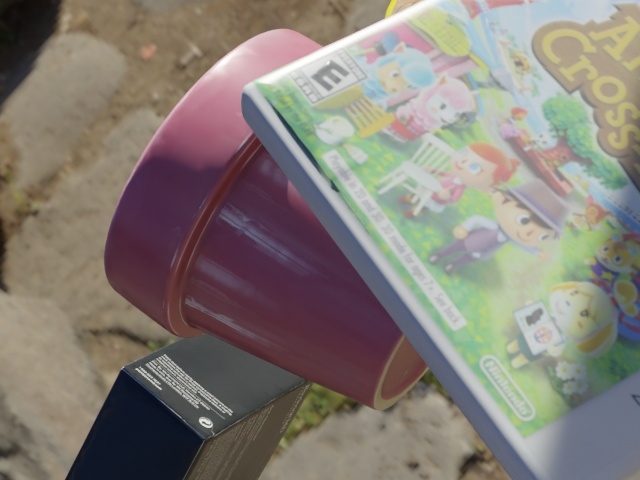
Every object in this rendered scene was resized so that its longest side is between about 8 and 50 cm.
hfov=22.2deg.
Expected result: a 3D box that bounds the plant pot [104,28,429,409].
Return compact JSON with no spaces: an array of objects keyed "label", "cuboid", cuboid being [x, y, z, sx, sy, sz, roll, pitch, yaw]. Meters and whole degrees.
[{"label":"plant pot","cuboid":[0.000,0.000,0.990,0.180,0.201,0.201,35,82,17]}]

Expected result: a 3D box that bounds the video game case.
[{"label":"video game case","cuboid":[0.105,-0.020,0.631,0.193,0.023,0.212,-27,64,-20]}]

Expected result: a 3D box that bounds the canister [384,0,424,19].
[{"label":"canister","cuboid":[0.128,-0.125,0.804,0.170,0.073,0.126,-6,41,35]}]

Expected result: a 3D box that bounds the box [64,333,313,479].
[{"label":"box","cuboid":[-0.135,0.208,1.412,0.103,0.184,0.261,39,118,19]}]
